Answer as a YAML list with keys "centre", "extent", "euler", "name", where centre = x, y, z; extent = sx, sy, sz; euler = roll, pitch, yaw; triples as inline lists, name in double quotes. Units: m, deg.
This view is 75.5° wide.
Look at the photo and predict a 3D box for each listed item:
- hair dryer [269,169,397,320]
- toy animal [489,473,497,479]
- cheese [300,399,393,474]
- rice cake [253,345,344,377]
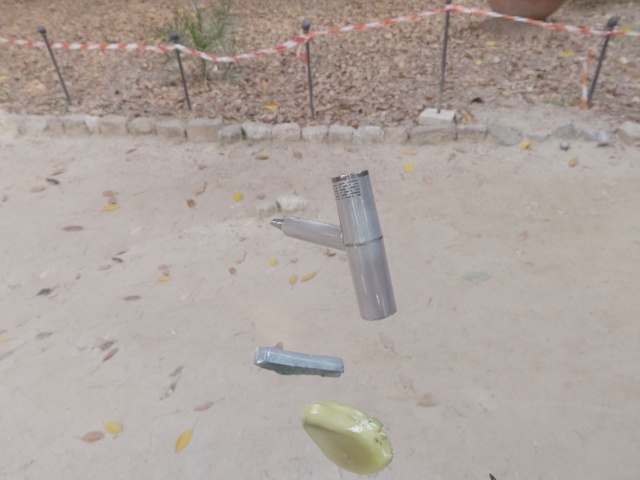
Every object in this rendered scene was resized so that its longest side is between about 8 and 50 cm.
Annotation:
- centre: [0.001, 0.012, 0.606]
  extent: [0.053, 0.195, 0.220]
  euler: [-21, 11, -42]
  name: "hair dryer"
- centre: [0.352, 0.590, 0.818]
  extent: [0.122, 0.185, 0.298]
  euler: [-30, 2, 20]
  name: "toy animal"
- centre: [0.094, 0.611, 1.278]
  extent: [0.315, 0.259, 0.128]
  euler: [-20, 23, 45]
  name: "cheese"
- centre: [-0.043, 0.258, 0.876]
  extent: [0.206, 0.036, 0.047]
  euler: [14, 35, -25]
  name: "rice cake"
